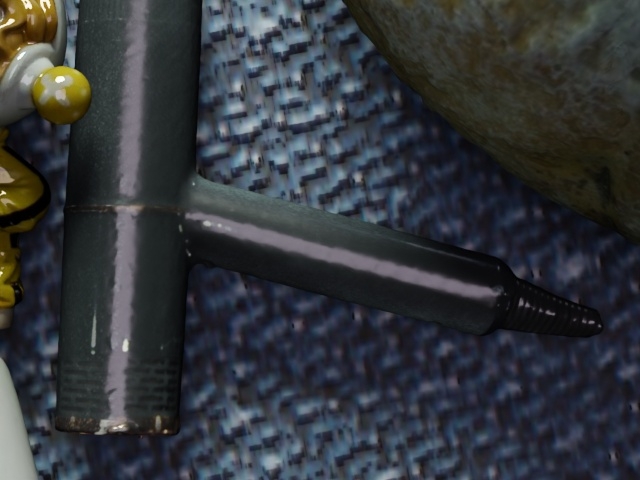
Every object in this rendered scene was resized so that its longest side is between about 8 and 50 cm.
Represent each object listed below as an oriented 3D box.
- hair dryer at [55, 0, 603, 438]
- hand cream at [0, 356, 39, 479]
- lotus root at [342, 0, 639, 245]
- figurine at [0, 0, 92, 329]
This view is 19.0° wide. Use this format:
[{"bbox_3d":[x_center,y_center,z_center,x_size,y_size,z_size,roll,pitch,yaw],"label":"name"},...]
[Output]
[{"bbox_3d":[0.006,-0.014,0.687,0.195,0.050,0.173,2,88,-7],"label":"hair dryer"},{"bbox_3d":[-0.114,0.201,0.586,0.185,0.118,0.358,-29,68,32],"label":"hand cream"},{"bbox_3d":[0.139,-0.077,0.637,0.349,0.175,0.175,31,86,0],"label":"lotus root"},{"bbox_3d":[-0.121,-0.042,0.670,0.101,0.068,0.143,-21,89,21],"label":"figurine"}]
